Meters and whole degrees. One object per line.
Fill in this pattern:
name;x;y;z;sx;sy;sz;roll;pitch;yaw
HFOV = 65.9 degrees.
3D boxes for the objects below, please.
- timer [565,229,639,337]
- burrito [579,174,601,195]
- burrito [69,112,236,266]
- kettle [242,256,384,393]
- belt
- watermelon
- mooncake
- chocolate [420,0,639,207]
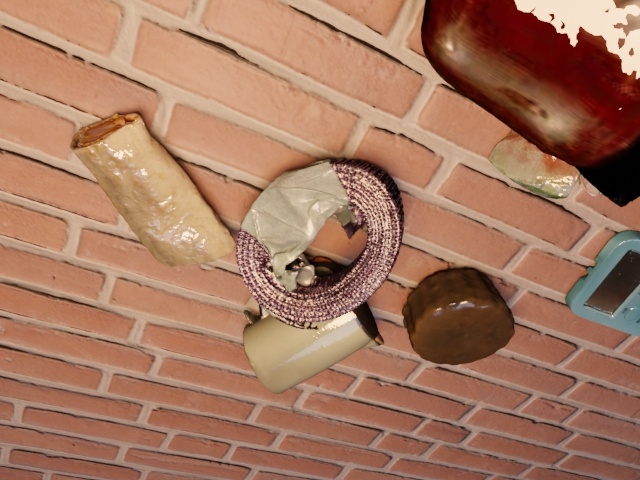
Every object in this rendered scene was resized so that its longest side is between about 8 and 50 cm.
timer;0.710;0.105;1.095;0.249;0.091;0.232;12;125;-10
burrito;0.548;-0.168;0.889;0.064;0.064;0.203;19;121;-19
burrito;-0.282;-0.070;0.843;0.143;0.105;0.299;-21;125;16
kettle;-0.030;0.169;1.030;0.255;0.165;0.240;-30;96;15
belt;0.000;0.000;0.875;0.260;0.122;0.325;47;112;-2
watermelon;0.394;-0.195;0.820;0.094;0.154;0.241;15;110;-16
mooncake;0.294;0.167;1.077;0.228;0.124;0.228;-3;132;-3
chocolate;0.286;-0.282;0.587;0.331;0.384;0.384;20;125;7
